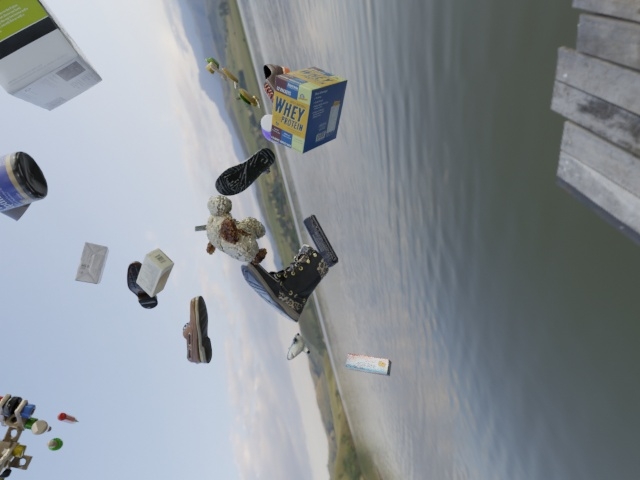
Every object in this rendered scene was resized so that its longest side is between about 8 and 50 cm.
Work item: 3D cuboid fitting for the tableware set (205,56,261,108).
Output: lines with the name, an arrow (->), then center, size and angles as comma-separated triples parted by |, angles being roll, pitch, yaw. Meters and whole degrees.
tableware set -> -0.209, -0.373, 0.981 | 0.154, 0.024, 0.104 | 33, -155, -34

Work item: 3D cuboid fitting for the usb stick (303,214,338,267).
usb stick -> 0.000, 0.000, 1.997 | 0.045, 0.077, 0.278 | 5, -127, -62

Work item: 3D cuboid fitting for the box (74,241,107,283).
box -> -1.006, 0.103, 1.815 | 0.290, 0.087, 0.169 | -12, 66, 63

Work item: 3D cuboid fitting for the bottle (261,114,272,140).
bottle -> -0.193, -0.488, 1.784 | 0.092, 0.118, 0.283 | 63, -173, -3

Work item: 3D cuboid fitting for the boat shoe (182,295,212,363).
boat shoe -> -0.544, 0.390, 1.764 | 0.111, 0.104, 0.307 | -53, -39, -80

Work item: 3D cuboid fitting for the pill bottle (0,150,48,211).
pill bottle -> -0.792, -0.124, 0.973 | 0.123, 0.219, 0.123 | 160, 90, -81

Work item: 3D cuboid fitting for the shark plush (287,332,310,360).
shark plush -> -0.093, 0.361, 1.440 | 0.073, 0.067, 0.161 | 44, -176, -20

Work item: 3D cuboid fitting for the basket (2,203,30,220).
basket -> -1.257, -0.198, 1.588 | 0.227, 0.204, 0.154 | 34, -132, -37

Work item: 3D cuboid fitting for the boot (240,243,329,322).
boot -> -0.132, 0.131, 1.684 | 0.138, 0.284, 0.377 | 13, 148, 49

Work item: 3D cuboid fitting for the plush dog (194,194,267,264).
plush dog -> -0.305, -0.006, 1.442 | 0.262, 0.211, 0.225 | 40, 175, -41

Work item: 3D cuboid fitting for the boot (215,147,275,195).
boot -> -0.270, -0.251, 1.523 | 0.094, 0.246, 0.207 | 53, 177, -10

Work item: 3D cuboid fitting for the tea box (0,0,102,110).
tea box -> -0.873, -0.598, 1.208 | 0.323, 0.220, 0.329 | 58, 170, -17

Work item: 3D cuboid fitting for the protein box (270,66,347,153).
protein box -> -0.038, -0.416, 1.298 | 0.136, 0.200, 0.201 | 30, 131, 22

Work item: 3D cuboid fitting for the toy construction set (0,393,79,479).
toy construction set -> -0.916, 0.607, 1.258 | 0.237, 0.308, 0.257 | 112, 146, -60

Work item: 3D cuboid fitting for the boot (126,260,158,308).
boot -> -0.626, 0.132, 1.432 | 0.106, 0.082, 0.219 | -119, 24, -46

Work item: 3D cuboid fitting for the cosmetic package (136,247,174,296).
cosmetic package -> -0.403, 0.079, 0.997 | 0.060, 0.115, 0.041 | 43, -141, 6

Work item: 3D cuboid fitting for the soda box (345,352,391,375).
soda box -> 0.202, 0.520, 1.716 | 0.058, 0.183, 0.063 | 50, -133, -54

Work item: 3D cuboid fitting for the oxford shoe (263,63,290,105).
oxford shoe -> -0.158, -0.510, 1.448 | 0.097, 0.098, 0.271 | -43, 48, 48
